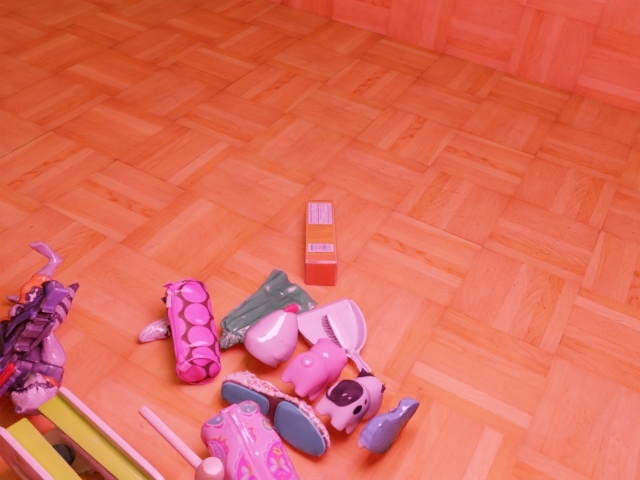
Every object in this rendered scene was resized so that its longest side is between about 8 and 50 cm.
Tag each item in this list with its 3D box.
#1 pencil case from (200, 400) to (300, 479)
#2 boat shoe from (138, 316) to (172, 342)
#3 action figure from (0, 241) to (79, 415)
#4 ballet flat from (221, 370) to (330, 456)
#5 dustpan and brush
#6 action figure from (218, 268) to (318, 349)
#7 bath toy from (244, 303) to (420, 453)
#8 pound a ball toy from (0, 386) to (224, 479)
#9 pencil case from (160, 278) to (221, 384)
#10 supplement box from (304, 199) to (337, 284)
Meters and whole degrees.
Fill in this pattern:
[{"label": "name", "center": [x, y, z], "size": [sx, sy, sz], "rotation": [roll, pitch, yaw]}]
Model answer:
[{"label": "pencil case", "center": [-0.091, 0.399, 1.032], "size": [0.124, 0.124, 0.284], "rotation": [-18, 46, -24]}, {"label": "boat shoe", "center": [-0.327, 0.187, 1.309], "size": [0.035, 0.035, 0.100], "rotation": [34, 42, 32]}, {"label": "action figure", "center": [-0.515, 0.166, 1.175], "size": [0.178, 0.341, 0.330], "rotation": [28, 33, -41]}, {"label": "ballet flat", "center": [-0.074, 0.307, 1.170], "size": [0.241, 0.091, 0.077], "rotation": [28, 23, 18]}, {"label": "dustpan and brush", "center": [0.051, 0.213, 1.296], "size": [0.147, 0.060, 0.211], "rotation": [-17, 65, -27]}, {"label": "action figure", "center": [-0.130, 0.159, 1.337], "size": [0.137, 0.063, 0.232], "rotation": [33, 45, 25]}, {"label": "bath toy", "center": [0.012, 0.245, 1.193], "size": [0.348, 0.151, 0.129], "rotation": [35, 86, 25]}, {"label": "pound a ball toy", "center": [-0.336, 0.372, 1.026], "size": [0.319, 0.136, 0.208], "rotation": [30, 42, 25]}, {"label": "pencil case", "center": [-0.260, 0.178, 1.261], "size": [0.095, 0.098, 0.209], "rotation": [-33, 52, 13]}, {"label": "supplement box", "center": [0.000, 0.000, 1.522], "size": [0.080, 0.078, 0.233], "rotation": [2, 41, 0]}]
